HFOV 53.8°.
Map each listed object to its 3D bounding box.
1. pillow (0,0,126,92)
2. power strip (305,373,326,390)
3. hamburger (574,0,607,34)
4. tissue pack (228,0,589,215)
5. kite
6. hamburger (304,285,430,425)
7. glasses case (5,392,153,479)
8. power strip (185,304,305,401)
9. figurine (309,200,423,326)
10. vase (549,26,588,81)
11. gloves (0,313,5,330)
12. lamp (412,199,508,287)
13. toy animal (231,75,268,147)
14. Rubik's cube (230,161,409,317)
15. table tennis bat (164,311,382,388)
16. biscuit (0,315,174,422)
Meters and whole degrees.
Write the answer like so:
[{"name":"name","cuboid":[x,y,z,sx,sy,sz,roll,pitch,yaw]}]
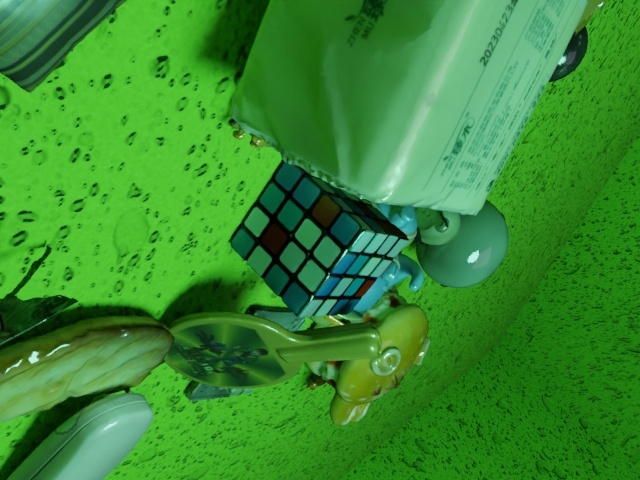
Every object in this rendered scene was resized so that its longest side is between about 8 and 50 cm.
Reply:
[{"name":"pillow","cuboid":[-0.222,-0.182,0.399,0.113,0.038,0.203,-45,154,1]},{"name":"power strip","cuboid":[0.033,0.292,1.486,0.178,0.028,0.049,-39,154,-18]},{"name":"hamburger","cuboid":[0.309,-0.379,0.820,0.237,0.149,0.237,-38,162,-15]},{"name":"tissue pack","cuboid":[0.117,-0.230,0.612,0.297,0.207,0.381,2,116,-59]},{"name":"kite","cuboid":[-0.281,0.053,0.568,0.157,0.139,0.011,-75,164,-50]},{"name":"hamburger","cuboid":[0.094,0.237,1.324,0.303,0.186,0.261,-48,154,7]},{"name":"glasses case","cuboid":[-0.339,0.305,0.841,0.297,0.075,0.113,-43,158,17]},{"name":"power strip","cuboid":[-0.113,0.213,1.104,0.213,0.064,0.198,-53,156,10]},{"name":"figurine","cuboid":[0.067,0.030,1.009,0.153,0.180,0.262,25,115,-43]},{"name":"vase","cuboid":[0.348,-0.329,1.007,0.182,0.120,0.120,15,116,-45]},{"name":"gloves","cuboid":[-0.393,0.060,0.438,0.294,0.116,0.133,-20,117,-29]},{"name":"lamp","cuboid":[0.268,-0.010,1.269,0.243,0.198,0.198,32,101,-41]},{"name":"toy animal","cuboid":[-0.061,-0.145,0.684,0.081,0.060,0.083,22,115,-21]},{"name":"Rubik's cube","cuboid":[0.000,0.000,0.869,0.151,0.154,0.155,-53,153,14]},{"name":"table tennis bat","cuboid":[-0.073,0.151,0.887,0.320,0.050,0.198,-6,140,12]},{"name":"biscuit","cuboid":[-0.299,0.148,0.735,0.154,0.045,0.299,-51,155,23]}]
